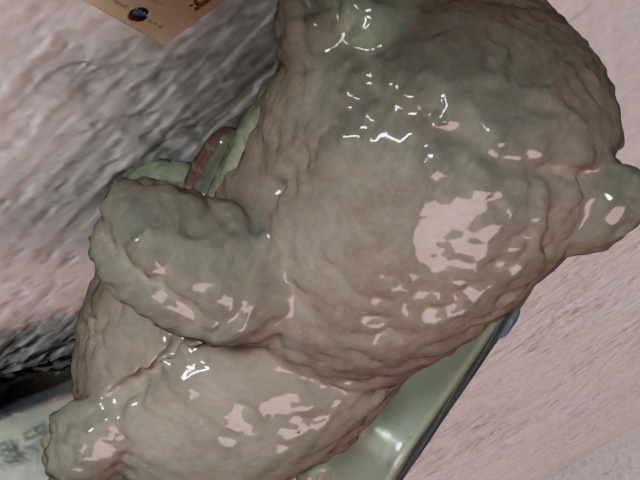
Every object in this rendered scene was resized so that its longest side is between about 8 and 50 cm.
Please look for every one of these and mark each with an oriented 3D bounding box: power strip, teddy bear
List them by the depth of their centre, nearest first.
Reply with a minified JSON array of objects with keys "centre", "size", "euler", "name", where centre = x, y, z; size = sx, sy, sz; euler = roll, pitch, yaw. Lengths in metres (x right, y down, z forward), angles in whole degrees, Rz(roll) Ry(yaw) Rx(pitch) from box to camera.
[{"centre":[0.001,0.000,0.530],"size":[0.236,0.151,0.267],"euler":[-16,161,-50],"name":"teddy bear"},{"centre":[0.071,0.057,0.726],"size":[0.270,0.046,0.118],"euler":[-48,163,-41],"name":"power strip"}]

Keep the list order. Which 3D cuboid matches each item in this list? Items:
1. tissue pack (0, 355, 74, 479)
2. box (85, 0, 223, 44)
[{"centre":[-0.147,0.158,0.787],"size":[0.245,0.123,0.332],"euler":[-22,164,-32],"name":"tissue pack"},{"centre":[-0.037,-0.101,0.419],"size":[0.083,0.024,0.053],"euler":[-32,159,15],"name":"box"}]
